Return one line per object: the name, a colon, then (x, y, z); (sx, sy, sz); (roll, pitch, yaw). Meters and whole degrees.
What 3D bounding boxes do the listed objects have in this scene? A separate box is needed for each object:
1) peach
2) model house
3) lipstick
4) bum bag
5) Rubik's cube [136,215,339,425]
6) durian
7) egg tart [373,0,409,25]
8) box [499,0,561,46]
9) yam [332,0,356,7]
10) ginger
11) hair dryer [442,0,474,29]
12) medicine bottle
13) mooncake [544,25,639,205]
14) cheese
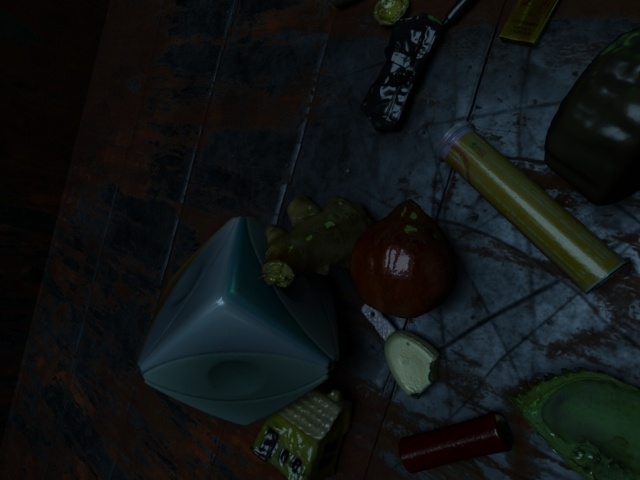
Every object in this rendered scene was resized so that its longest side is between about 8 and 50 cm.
peach: (0.187, 0.037, 0.940); (0.233, 0.232, 0.256); (15, 110, 36)
model house: (-0.031, 0.472, 1.089); (0.194, 0.175, 0.234); (19, 84, 37)
lipstick: (0.285, 0.437, 0.906); (0.241, 0.080, 0.080); (-31, 66, 27)
bum bag: (0.202, -0.437, 1.099); (0.137, 0.074, 0.309); (31, 103, 31)
Rubik's cube: (-0.189, 0.197, 1.048); (0.347, 0.352, 0.352); (-39, 26, 23)
durian: (0.515, 0.339, 0.682); (0.394, 0.198, 0.163); (34, 102, 32)
egg tart: (0.196, -0.630, 1.149); (0.105, 0.039, 0.105); (-6, 80, 35)
box: (0.480, -0.519, 0.941); (0.089, 0.022, 0.156); (32, 101, 33)
yam: (0.082, -0.721, 1.243); (0.094, 0.043, 0.043); (2, 84, 37)
ginger: (-0.008, -0.024, 1.007); (0.166, 0.376, 0.236); (-24, 78, 34)
hair dryer: (0.387, -0.597, 1.004); (0.255, 0.070, 0.128); (-48, 60, 29)
medicine bottle: (0.416, -0.080, 0.870); (0.108, 0.108, 0.426); (-48, 60, 21)
mooncake: (0.519, -0.206, 0.705); (0.290, 0.290, 0.161); (-51, 57, 19)
cheese: (0.187, 0.247, 1.020); (0.127, 0.050, 0.255); (-50, 59, 20)
